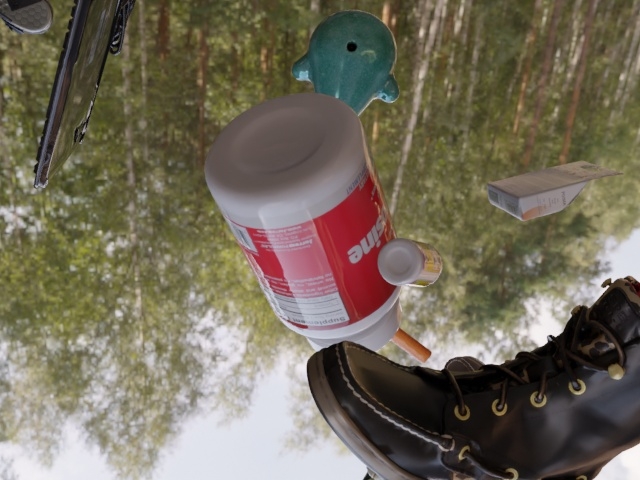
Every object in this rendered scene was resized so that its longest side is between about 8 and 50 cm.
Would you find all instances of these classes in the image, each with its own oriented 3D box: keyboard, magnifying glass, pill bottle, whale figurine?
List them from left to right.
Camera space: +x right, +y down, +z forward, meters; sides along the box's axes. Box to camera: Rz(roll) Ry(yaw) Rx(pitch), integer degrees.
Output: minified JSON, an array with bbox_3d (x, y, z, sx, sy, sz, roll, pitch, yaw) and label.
[{"bbox_3d":[-0.218,-0.218,0.752,0.033,0.317,0.202,24,-146,-8],"label":"keyboard"},{"bbox_3d":[0.000,0.000,1.167,0.228,0.408,0.229,-11,-134,12],"label":"pill bottle"},{"bbox_3d":[0.047,-0.307,1.471,0.216,0.272,0.141,16,-179,2],"label":"whale figurine"},{"bbox_3d":[0.106,0.149,1.412,0.231,0.092,0.026,36,-158,-6],"label":"magnifying glass"},{"bbox_3d":[0.087,0.022,0.719,0.043,0.043,0.083,19,-176,26],"label":"pill bottle"}]

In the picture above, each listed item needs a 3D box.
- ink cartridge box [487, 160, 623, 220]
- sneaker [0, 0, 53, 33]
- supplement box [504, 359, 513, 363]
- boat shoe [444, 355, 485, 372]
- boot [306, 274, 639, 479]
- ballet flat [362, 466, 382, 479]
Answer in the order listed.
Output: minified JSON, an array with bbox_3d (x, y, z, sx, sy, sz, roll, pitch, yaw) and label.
[{"bbox_3d":[0.386,-0.086,1.274,0.179,0.045,0.145,-11,-164,-6],"label":"ink cartridge box"},{"bbox_3d":[-0.545,-0.424,1.273,0.226,0.086,0.163,38,-176,-19],"label":"sneaker"},{"bbox_3d":[0.287,0.303,1.150,0.080,0.078,0.234,14,-110,27],"label":"supplement box"},{"bbox_3d":[0.311,0.355,1.500,0.096,0.116,0.324,18,-142,-34],"label":"boat shoe"},{"bbox_3d":[0.201,0.141,0.759,0.377,0.284,0.138,35,-156,-26],"label":"boot"},{"bbox_3d":[0.103,0.435,1.395,0.070,0.189,0.070,20,-160,-8],"label":"ballet flat"}]
